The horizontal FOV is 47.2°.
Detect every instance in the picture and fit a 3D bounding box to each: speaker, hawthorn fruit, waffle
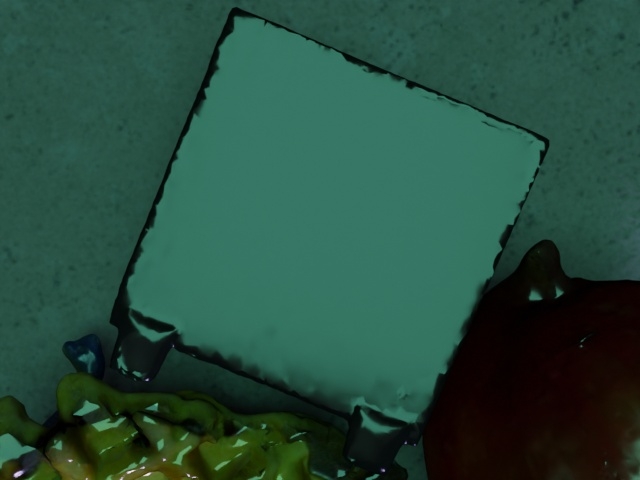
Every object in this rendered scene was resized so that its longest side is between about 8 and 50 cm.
[{"bbox_3d":[0.000,0.000,0.553,0.232,0.184,0.254,22,94,-3],"label":"speaker"},{"bbox_3d":[0.210,0.176,0.524,0.295,0.295,0.311,-47,67,-1],"label":"hawthorn fruit"},{"bbox_3d":[-0.120,0.293,0.570,0.382,0.095,0.379,21,94,-20],"label":"waffle"}]

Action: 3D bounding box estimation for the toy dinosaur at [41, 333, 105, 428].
[{"bbox_3d":[-0.209,0.222,0.605,0.188,0.075,0.247,-28,99,-4],"label":"toy dinosaur"}]
